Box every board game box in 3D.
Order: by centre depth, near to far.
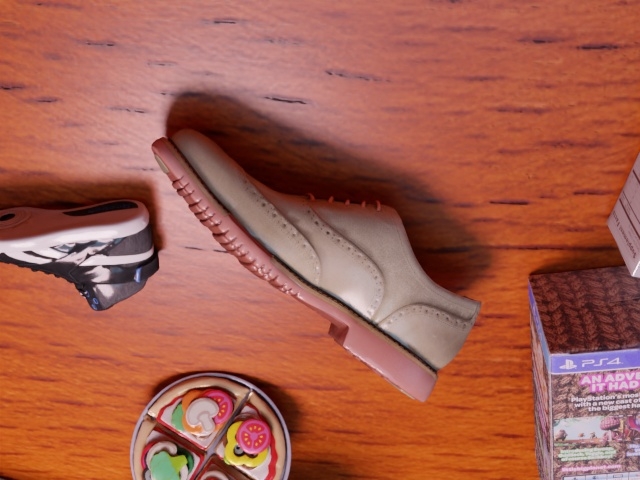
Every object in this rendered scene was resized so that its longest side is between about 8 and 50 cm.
[{"bbox_3d":[0.368,0.183,0.959,0.232,0.141,0.291,-6,122,7],"label":"board game box"}]

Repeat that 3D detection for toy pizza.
[{"bbox_3d":[-0.137,0.265,1.036,0.201,0.032,0.201,0,84,1],"label":"toy pizza"}]

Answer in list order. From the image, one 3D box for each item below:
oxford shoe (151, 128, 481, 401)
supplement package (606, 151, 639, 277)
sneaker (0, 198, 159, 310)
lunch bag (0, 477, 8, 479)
[{"bbox_3d":[0.000,0.000,0.892,0.397,0.140,0.146,41,85,-16],"label":"oxford shoe"},{"bbox_3d":[0.376,-0.054,0.827,0.105,0.105,0.179,10,123,-4],"label":"supplement package"},{"bbox_3d":[-0.288,0.028,0.929,0.217,0.079,0.121,-4,121,4],"label":"sneaker"},{"bbox_3d":[-0.459,0.466,1.174,0.287,0.169,0.235,13,119,-15],"label":"lunch bag"}]
